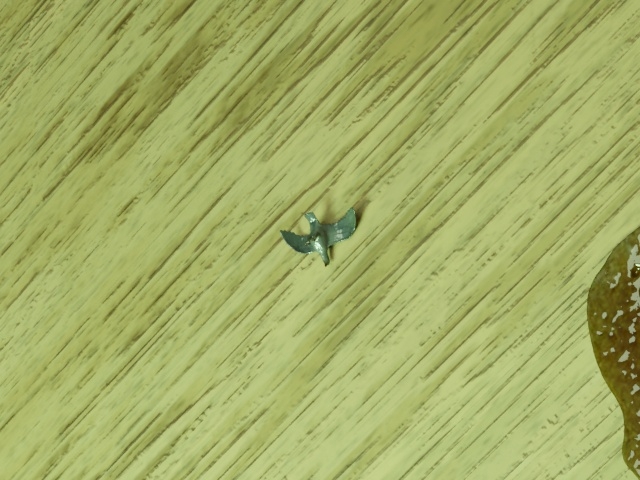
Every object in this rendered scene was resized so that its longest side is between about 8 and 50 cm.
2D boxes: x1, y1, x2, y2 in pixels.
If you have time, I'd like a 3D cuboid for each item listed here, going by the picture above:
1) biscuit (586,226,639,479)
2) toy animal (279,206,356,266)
[{"bbox_3d":[0.342,0.066,1.560,0.273,0.049,0.257,-24,67,31],"label":"biscuit"},{"bbox_3d":[-0.001,0.000,1.843,0.084,0.028,0.050,-17,60,33],"label":"toy animal"}]
